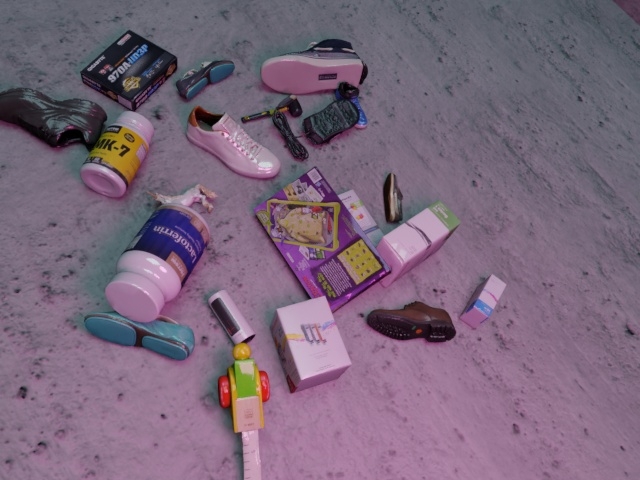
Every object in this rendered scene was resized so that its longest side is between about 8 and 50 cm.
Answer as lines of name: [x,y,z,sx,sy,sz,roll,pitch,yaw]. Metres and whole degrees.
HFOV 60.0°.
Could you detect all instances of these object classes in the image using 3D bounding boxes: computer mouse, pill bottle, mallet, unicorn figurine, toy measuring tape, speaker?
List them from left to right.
pill bottle: [-0.518,-0.226,1.431,0.119,0.119,0.208,19,59,-4]
pill bottle: [-0.369,0.048,1.267,0.153,0.153,0.265,22,44,-2]
unicorn figurine: [-0.356,-0.098,1.445,0.111,0.060,0.162,45,45,12]
speaker: [-0.212,0.186,1.322,0.055,0.055,0.136,-28,73,-26]
toy measuring tape: [-0.164,0.390,1.217,0.121,0.121,0.330,-4,86,-16]
mallet: [-0.142,-0.377,1.664,0.189,0.039,0.062,-27,74,-21]
computer mouse: [-0.021,-0.367,1.663,0.262,0.060,0.184,-37,91,-19]

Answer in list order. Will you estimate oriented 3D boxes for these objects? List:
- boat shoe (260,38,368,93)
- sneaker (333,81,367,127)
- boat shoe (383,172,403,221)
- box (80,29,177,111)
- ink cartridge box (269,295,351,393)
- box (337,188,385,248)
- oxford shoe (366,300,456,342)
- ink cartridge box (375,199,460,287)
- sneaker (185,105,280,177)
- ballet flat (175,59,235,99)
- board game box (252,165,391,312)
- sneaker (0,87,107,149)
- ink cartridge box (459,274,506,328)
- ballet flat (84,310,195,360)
boat shoe: [-0.032,-0.559,1.753,0.340,0.127,0.158,-3,49,-18]
sneaker: [0.101,-0.425,1.719,0.058,0.084,0.152,-25,71,-25]
boat shoe: [0.213,-0.123,1.605,0.049,0.056,0.152,8,70,-16]
box: [-0.549,-0.495,1.609,0.175,0.051,0.220,30,59,3]
ink cartridge box: [-0.029,0.242,1.296,0.127,0.128,0.176,-12,65,-20]
box: [0.077,-0.038,1.530,0.145,0.038,0.186,-23,69,-25]
oxford shoe: [0.227,0.202,1.425,0.227,0.083,0.096,9,41,-10]
ink cartridge box: [0.243,0.010,1.474,0.219,0.160,0.092,-31,72,-27]
sneaker: [-0.239,-0.272,1.528,0.290,0.123,0.106,26,57,-1]
ballet flat: [-0.348,-0.495,1.652,0.074,0.074,0.203,42,63,10]
board game box: [0.000,0.000,1.436,0.208,0.056,0.347,-33,73,-4]
sneaker: [-0.713,-0.309,1.439,0.286,0.109,0.130,5,67,-10]
ink cartridge box: [0.435,0.162,1.482,0.052,0.088,0.122,35,59,6]
ballet flat: [-0.403,0.201,1.261,0.247,0.083,0.087,18,35,-4]
